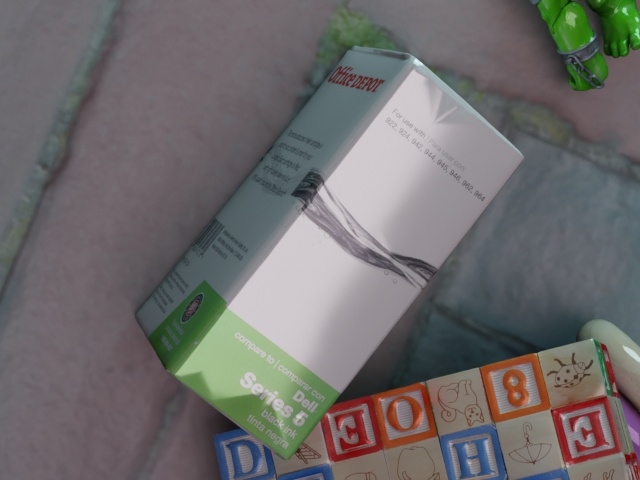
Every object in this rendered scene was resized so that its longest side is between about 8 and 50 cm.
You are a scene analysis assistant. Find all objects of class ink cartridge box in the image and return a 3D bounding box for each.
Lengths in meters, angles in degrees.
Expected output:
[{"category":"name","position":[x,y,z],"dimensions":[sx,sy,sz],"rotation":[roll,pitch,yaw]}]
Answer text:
[{"category":"ink cartridge box","position":[0.000,0.000,1.218],"dimensions":[0.115,0.198,0.273],"rotation":[39,89,-15]}]

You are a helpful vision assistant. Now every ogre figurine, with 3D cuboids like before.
[{"category":"ogre figurine","position":[0.221,-0.225,1.294],"dimensions":[0.118,0.097,0.197],"rotation":[30,107,-33]}]

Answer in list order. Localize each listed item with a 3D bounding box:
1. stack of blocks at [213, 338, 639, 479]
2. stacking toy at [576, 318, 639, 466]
[{"category":"stack of blocks","position":[0.086,0.193,1.243],"dimensions":[0.297,0.087,0.171],"rotation":[-15,79,14]},{"category":"stacking toy","position":[0.150,0.220,1.325],"dimensions":[0.330,0.141,0.141],"rotation":[-43,105,1]}]
